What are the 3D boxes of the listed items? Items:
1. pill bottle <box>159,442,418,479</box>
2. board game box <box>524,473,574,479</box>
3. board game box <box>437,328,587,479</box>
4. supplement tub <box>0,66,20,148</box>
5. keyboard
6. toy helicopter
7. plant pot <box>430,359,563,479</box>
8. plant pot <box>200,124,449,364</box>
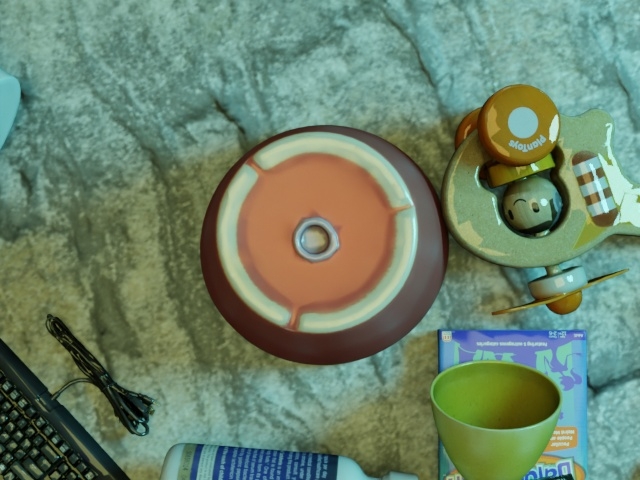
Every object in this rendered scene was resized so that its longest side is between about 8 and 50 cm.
[{"bbox_3d":[-0.034,0.296,1.539,0.265,0.153,0.153,4,87,2],"label":"pill bottle"},{"bbox_3d":[0.214,0.336,1.549,0.126,0.026,0.186,-10,116,1],"label":"board game box"},{"bbox_3d":[0.206,0.200,1.590,0.160,0.047,0.210,-1,87,2],"label":"board game box"},{"bbox_3d":[-0.505,-0.170,1.539,0.325,0.235,0.235,32,88,4],"label":"supplement tub"},{"bbox_3d":[-0.309,0.187,1.616,0.201,0.033,0.317,-44,87,-1],"label":"keyboard"},{"bbox_3d":[0.301,-0.020,1.562,0.355,0.140,0.235,9,83,-7],"label":"toy helicopter"},{"bbox_3d":[0.178,0.197,1.513,0.134,0.134,0.095,0,117,2],"label":"plant pot"},{"bbox_3d":[0.000,0.000,1.511,0.275,0.243,0.275,0,87,2],"label":"plant pot"}]
